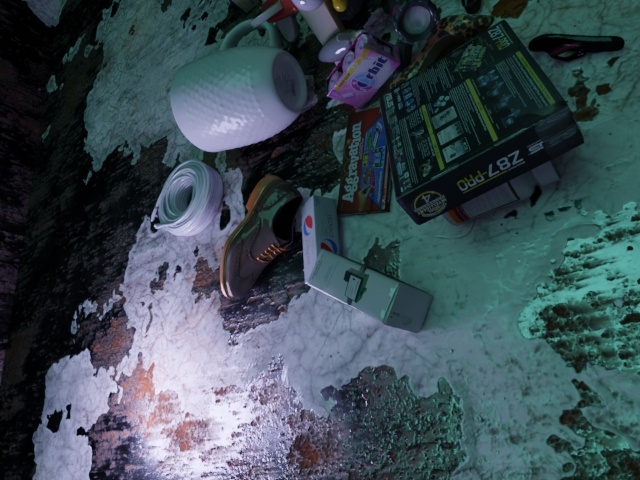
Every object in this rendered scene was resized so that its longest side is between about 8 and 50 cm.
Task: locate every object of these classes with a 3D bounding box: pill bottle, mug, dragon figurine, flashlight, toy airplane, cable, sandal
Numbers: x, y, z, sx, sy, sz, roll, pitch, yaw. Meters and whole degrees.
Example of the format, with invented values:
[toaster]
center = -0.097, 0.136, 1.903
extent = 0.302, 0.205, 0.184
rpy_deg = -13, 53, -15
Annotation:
[pill bottle]
center = 0.344, -0.121, 0.992
extent = 0.221, 0.121, 0.121
rpy_deg = -24, 61, 31
[mug]
center = -0.215, -0.465, 1.452
extent = 0.328, 0.276, 0.373
rpy_deg = -5, 77, 33
[dragon figurine]
center = -0.131, -0.687, 1.586
extent = 0.085, 0.144, 0.289
rpy_deg = -40, 35, 24
[flashlight]
center = 0.211, -0.567, 1.199
extent = 0.304, 0.103, 0.103
rpy_deg = -87, 8, -51
[toy airplane]
center = -0.030, -0.626, 1.227
extent = 0.272, 0.386, 0.384
rpy_deg = -69, -3, -49
[cable]
center = -0.429, -0.137, 1.641
extent = 0.257, 0.089, 0.256
rpy_deg = 13, 83, 40
[sandal]
center = 0.500, -0.381, 0.995
extent = 0.179, 0.067, 0.040
rpy_deg = 18, 99, 38

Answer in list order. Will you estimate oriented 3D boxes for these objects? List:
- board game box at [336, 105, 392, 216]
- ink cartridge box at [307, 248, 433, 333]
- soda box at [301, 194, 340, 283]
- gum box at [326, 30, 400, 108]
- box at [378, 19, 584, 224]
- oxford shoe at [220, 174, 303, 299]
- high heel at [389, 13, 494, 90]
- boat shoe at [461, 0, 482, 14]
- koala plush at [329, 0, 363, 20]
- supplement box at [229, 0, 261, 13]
[board game box]
center = 0.119, -0.202, 1.263
extent = 0.145, 0.027, 0.281
rpy_deg = -4, 73, 39
[ink cartridge box]
center = 0.108, 0.108, 1.079
extent = 0.219, 0.160, 0.092
rpy_deg = 22, 90, 40
[soda box]
center = 0.000, 0.000, 1.248
extent = 0.074, 0.069, 0.216
rpy_deg = -36, 51, 54
[gum box]
center = 0.106, -0.424, 1.247
extent = 0.188, 0.107, 0.062
rpy_deg = -42, 43, 50
[box]
center = 0.284, -0.249, 0.998
extent = 0.318, 0.097, 0.394
rpy_deg = -30, 36, 24
[oxford shoe]
center = -0.161, 0.011, 1.337
extent = 0.133, 0.130, 0.363
rpy_deg = 31, 104, 37
[high heel]
center = 0.279, -0.410, 1.165
extent = 0.261, 0.093, 0.186
rpy_deg = -4, 75, 45
[boat shoe]
center = 0.362, -0.604, 1.194
extent = 0.049, 0.042, 0.132
rpy_deg = -9, 68, 39
[koala plush]
center = 0.012, -0.745, 1.402
extent = 0.196, 0.221, 0.203
rpy_deg = -36, 56, 24
[supplement box]
center = -0.266, -0.862, 1.755
extent = 0.083, 0.083, 0.056
rpy_deg = -24, 62, 29
